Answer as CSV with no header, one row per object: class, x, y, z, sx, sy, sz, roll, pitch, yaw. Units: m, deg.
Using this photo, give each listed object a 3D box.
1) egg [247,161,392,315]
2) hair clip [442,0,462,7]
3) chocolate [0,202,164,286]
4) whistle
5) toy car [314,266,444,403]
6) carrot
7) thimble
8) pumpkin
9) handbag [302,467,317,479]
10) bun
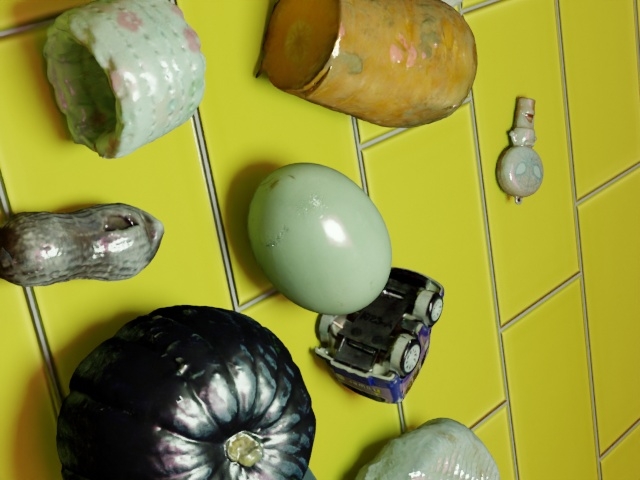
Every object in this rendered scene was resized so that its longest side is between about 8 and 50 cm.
egg,0.000,0.000,1.638,0.203,0.203,0.282,-58,135,-22
hair clip,0.183,-0.505,1.852,0.159,0.071,0.218,-43,121,-30
chocolate,-0.317,0.007,1.383,0.248,0.110,0.110,-2,98,-43
whistle,0.406,-0.181,2.144,0.107,0.057,0.220,7,87,-33
toy car,0.115,0.165,1.829,0.235,0.172,0.158,-55,147,-28
carrot,0.089,-0.299,1.677,0.341,0.224,0.224,9,90,-40
thimble,-0.252,-0.211,1.366,0.149,0.185,0.211,-33,154,-36
pumpkin,-0.181,0.264,1.450,0.363,0.266,0.363,-9,103,-40
handbag,-0.016,0.473,1.729,0.062,0.179,0.229,-23,123,8
bun,0.179,0.489,1.913,0.354,0.194,0.354,-7,101,-44
